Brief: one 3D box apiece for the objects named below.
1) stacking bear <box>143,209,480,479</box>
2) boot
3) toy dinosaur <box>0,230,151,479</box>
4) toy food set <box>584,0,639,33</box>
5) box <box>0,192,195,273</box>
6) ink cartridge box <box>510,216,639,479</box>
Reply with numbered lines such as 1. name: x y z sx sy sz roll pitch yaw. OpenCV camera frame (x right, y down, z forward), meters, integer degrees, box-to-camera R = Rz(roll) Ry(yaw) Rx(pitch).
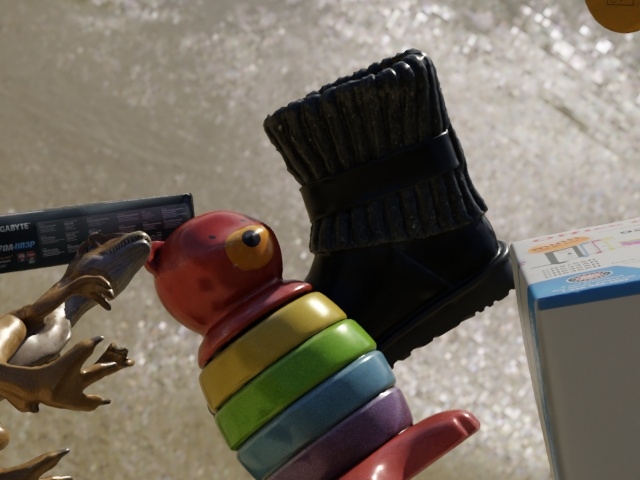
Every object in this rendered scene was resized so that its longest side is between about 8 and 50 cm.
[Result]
1. stacking bear: -0.033 0.100 1.250 0.175 0.164 0.289 -29 79 -35
2. boot: 0.000 -0.001 1.403 0.260 0.348 0.131 61 -11 -16
3. toy dinosaur: -0.135 0.052 0.519 0.112 0.064 0.211 23 29 39
4. toy food set: 0.234 -0.102 0.602 0.232 0.111 0.104 26 33 35
5. box: -0.250 -0.003 1.333 0.220 0.051 0.175 -9 4 -40
6. ink cartridge box: 0.222 0.081 0.945 0.171 0.168 0.232 -10 7 5
